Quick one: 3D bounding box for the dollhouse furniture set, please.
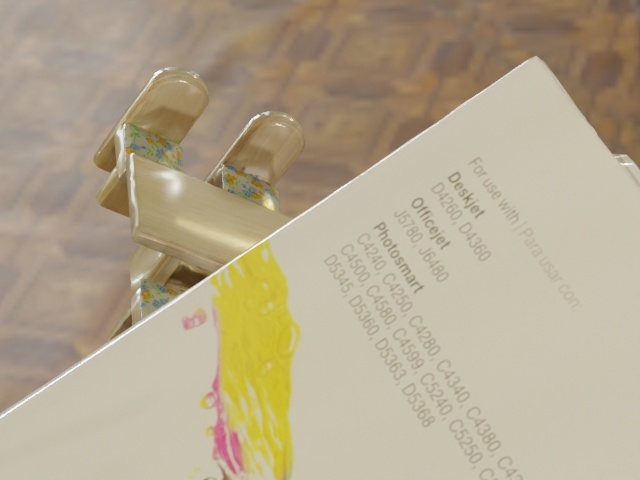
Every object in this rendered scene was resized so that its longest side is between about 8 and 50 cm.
[{"bbox_3d":[0.000,0.000,1.220,0.242,0.161,0.212,23,35,-27],"label":"dollhouse furniture set"}]

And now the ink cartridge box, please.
[{"bbox_3d":[0.031,0.126,0.607,0.270,0.198,0.197,-34,47,3],"label":"ink cartridge box"}]
